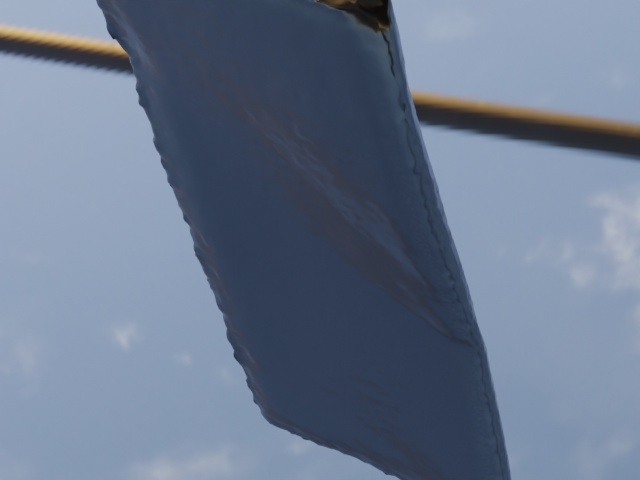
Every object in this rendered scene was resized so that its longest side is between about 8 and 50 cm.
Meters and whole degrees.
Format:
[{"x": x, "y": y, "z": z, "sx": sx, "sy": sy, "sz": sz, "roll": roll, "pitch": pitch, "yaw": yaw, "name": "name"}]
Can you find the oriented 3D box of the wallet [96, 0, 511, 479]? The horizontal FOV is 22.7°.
[{"x": 0.000, "y": 0.000, "z": 0.527, "sx": 0.124, "sy": 0.244, "sz": 0.025, "roll": 23, "pitch": -124, "yaw": 36, "name": "wallet"}]
